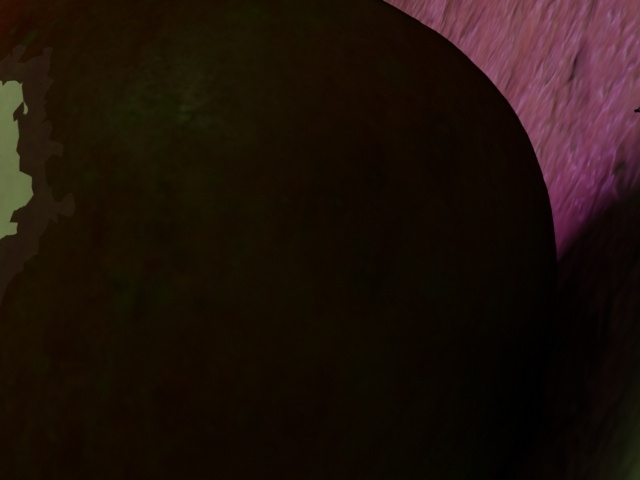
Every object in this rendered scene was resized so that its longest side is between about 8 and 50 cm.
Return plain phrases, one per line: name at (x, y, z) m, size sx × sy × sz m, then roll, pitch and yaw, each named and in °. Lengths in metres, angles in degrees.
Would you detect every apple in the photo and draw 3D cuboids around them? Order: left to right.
apple at (-0.057, 0.030, 0.684) m, size 0.339 × 0.340 × 0.339 m, roll -156°, pitch 90°, yaw -82°

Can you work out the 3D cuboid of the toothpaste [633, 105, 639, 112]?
toothpaste at (0.160, -0.048, 0.504) m, size 0.164 × 0.046 × 0.034 m, roll -120°, pitch 52°, yaw -80°
